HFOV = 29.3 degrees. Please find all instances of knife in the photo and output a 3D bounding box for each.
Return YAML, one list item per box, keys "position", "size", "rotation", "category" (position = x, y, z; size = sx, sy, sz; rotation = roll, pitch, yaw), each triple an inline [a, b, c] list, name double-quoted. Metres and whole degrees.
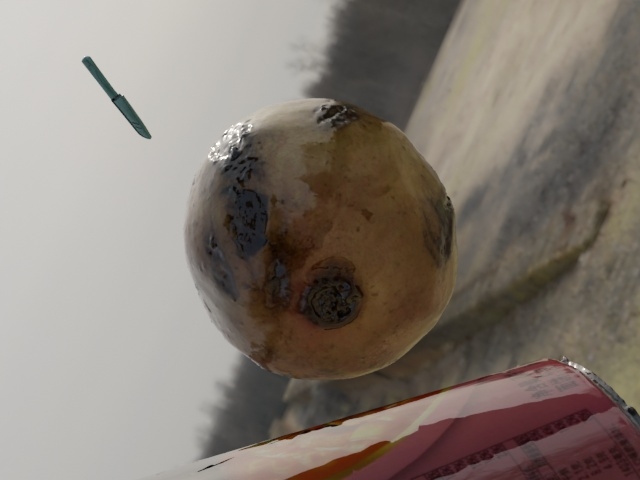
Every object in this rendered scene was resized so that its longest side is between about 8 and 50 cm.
- position: [-0.171, -0.120, 1.038]
  size: [0.014, 0.091, 0.005]
  rotation: [-16, 33, 33]
  category: "knife"

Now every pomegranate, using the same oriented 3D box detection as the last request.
- position: [0.000, 0.000, 1.360]
  size: [0.322, 0.322, 0.322]
  rotation: [23, -90, -89]
  category: "pomegranate"

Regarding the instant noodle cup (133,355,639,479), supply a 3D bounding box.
- position: [0.015, 0.168, 0.472]
  size: [0.255, 0.244, 0.244]
  rotation: [-22, -13, -12]
  category: "instant noodle cup"
